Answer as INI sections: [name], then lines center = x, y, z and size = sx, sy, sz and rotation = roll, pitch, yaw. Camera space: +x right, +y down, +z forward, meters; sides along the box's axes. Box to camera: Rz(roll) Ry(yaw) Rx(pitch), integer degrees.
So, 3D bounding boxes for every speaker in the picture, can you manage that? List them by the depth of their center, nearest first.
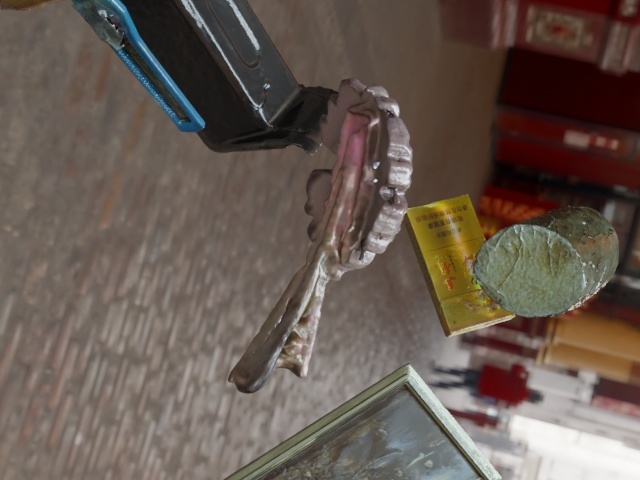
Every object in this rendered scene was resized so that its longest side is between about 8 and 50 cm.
[speaker]
center = -0.144, -0.302, 1.866
size = 0.388, 0.184, 0.180
rotation = 55, 49, -26

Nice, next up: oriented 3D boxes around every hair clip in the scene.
[hair clip]
center = 0.005, 0.004, 1.136
size = 0.173, 0.069, 0.300
rotation = 27, -85, 60

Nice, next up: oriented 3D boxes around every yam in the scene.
[yam]
center = 0.233, 0.017, 1.229
size = 0.183, 0.107, 0.107
rotation = -20, 124, -59

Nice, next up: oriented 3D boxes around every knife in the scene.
[knife]
center = -0.184, -0.188, 1.262
size = 0.296, 0.044, 0.026
rotation = 53, 28, -55

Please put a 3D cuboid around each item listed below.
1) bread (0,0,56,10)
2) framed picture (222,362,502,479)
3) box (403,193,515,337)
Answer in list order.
[bread]
center = -0.300, -0.382, 1.500
size = 0.148, 0.269, 0.270
rotation = 54, 39, -29
[framed picture]
center = 0.045, 0.302, 1.518
size = 0.232, 0.296, 0.019
rotation = 50, 11, -28
[box]
center = 0.158, 0.028, 1.441
size = 0.022, 0.089, 0.156
rotation = 127, -52, -65
